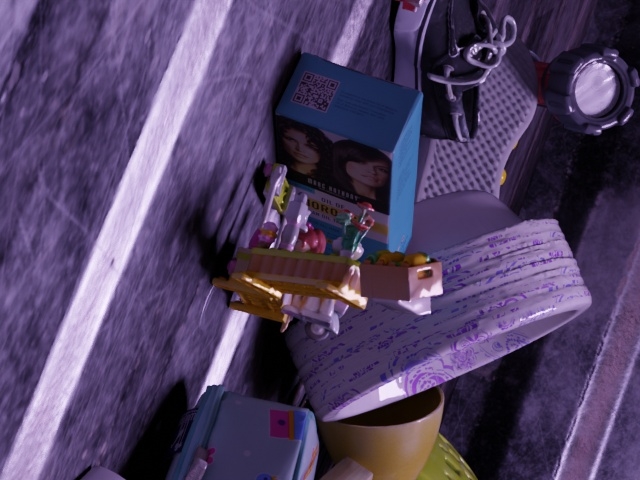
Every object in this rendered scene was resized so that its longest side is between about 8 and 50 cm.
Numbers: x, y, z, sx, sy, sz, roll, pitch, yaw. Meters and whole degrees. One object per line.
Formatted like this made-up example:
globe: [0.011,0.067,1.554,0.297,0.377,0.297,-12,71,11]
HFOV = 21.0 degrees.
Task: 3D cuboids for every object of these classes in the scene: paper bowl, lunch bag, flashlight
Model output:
paper bowl: [0.101,0.053,1.637,0.284,0.284,0.148,51,15,-78]
lunch bag: [-0.085,0.258,1.329,0.279,0.107,0.224,102,7,-51]
flashlight: [0.262,-0.190,2.052,0.304,0.103,0.103,26,-40,67]

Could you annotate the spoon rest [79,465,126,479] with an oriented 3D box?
spoon rest: [-0.156,0.293,1.160,0.137,0.084,0.276,-43,150,-68]

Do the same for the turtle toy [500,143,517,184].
turtle toy: [0.190,-0.105,2.222,0.066,0.095,0.130,13,96,-58]

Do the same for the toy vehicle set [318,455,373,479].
toy vehicle set: [-0.054,0.344,1.684,0.267,0.035,0.166,-37,149,-39]

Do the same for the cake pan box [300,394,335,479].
cake pan box: [-0.020,0.295,1.905,0.246,0.070,0.267,-63,166,-45]

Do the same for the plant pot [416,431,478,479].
plant pot: [0.121,0.375,2.106,0.228,0.207,0.227,-52,-173,12]

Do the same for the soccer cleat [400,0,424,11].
soccer cleat: [0.047,-0.237,1.261,0.248,0.083,0.095,38,67,-76]

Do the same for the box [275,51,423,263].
box: [0.023,-0.050,1.404,0.244,0.100,0.060,88,25,-63]

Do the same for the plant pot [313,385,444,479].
plant pot: [0.061,0.204,1.772,0.134,0.134,0.095,-49,140,-63]

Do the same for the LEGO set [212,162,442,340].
LEGO set: [0.000,0.000,1.294,0.287,0.132,0.107,152,-44,-72]

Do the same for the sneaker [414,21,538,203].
sneaker: [0.131,-0.092,1.912,0.150,0.135,0.366,-39,-158,49]

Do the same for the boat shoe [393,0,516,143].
boat shoe: [0.131,-0.192,1.685,0.306,0.105,0.113,94,18,-55]
